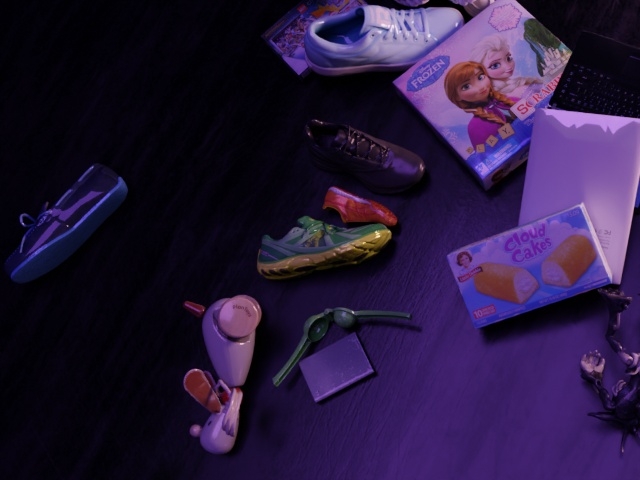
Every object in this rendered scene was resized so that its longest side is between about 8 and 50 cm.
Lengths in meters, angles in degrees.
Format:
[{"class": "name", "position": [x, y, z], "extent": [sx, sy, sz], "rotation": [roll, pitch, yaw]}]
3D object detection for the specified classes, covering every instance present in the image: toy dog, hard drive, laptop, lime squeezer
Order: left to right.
[{"class": "toy dog", "position": [-0.222, 0.248, 1.705], "extent": [0.161, 0.220, 0.333], "rotation": [11, 63, -1]}, {"class": "lime squeezer", "position": [0.029, 0.179, 1.695], "extent": [0.310, 0.059, 0.110], "rotation": [-27, 30, 9]}, {"class": "hard drive", "position": [0.033, 0.257, 1.699], "extent": [0.135, 0.022, 0.094], "rotation": [-29, 64, 6]}, {"class": "hard drive", "position": [0.487, -0.086, 1.587], "extent": [0.203, 0.040, 0.307], "rotation": [10, 101, 21]}, {"class": "laptop", "position": [0.554, -0.223, 1.599], "extent": [0.234, 0.264, 0.136], "rotation": [20, 40, 3]}]

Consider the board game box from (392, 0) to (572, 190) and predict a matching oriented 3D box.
[{"class": "board game box", "position": [0.372, -0.320, 1.776], "extent": [0.319, 0.066, 0.318], "rotation": [-39, 63, 1]}]

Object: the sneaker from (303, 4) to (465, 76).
[{"class": "sneaker", "position": [0.141, -0.453, 1.840], "extent": [0.366, 0.150, 0.135], "rotation": [-14, 73, 2]}]

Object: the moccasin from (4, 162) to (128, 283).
[{"class": "moccasin", "position": [-0.610, -0.042, 1.982], "extent": [0.342, 0.137, 0.117], "rotation": [-43, 76, -15]}]

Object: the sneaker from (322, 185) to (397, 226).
[{"class": "sneaker", "position": [0.086, -0.060, 1.789], "extent": [0.175, 0.064, 0.067], "rotation": [23, 99, 30]}]

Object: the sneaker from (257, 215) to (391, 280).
[{"class": "sneaker", "position": [0.000, 0.000, 1.759], "extent": [0.296, 0.109, 0.123], "rotation": [-12, 71, 15]}]

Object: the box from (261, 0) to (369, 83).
[{"class": "box", "position": [-0.003, -0.502, 1.985], "extent": [0.233, 0.044, 0.159], "rotation": [-41, 63, 1]}]

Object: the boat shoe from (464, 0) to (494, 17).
[{"class": "boat shoe", "position": [0.338, -0.577, 1.885], "extent": [0.066, 0.063, 0.184], "rotation": [-21, 65, 11]}]

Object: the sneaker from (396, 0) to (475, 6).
[{"class": "sneaker", "position": [0.238, -0.591, 1.856], "extent": [0.292, 0.118, 0.110], "rotation": [17, 76, 52]}]

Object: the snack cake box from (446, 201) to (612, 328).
[{"class": "snack cake box", "position": [0.389, 0.047, 1.571], "extent": [0.264, 0.089, 0.152], "rotation": [-22, 90, 21]}]

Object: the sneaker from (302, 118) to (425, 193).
[{"class": "sneaker", "position": [0.083, -0.184, 1.789], "extent": [0.286, 0.130, 0.109], "rotation": [16, 74, 22]}]

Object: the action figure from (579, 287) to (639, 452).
[{"class": "action figure", "position": [0.548, 0.224, 1.477], "extent": [0.164, 0.141, 0.275], "rotation": [1, 99, 8]}]
